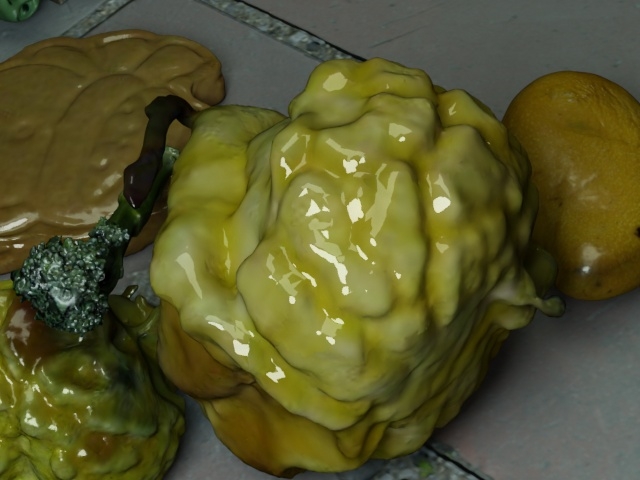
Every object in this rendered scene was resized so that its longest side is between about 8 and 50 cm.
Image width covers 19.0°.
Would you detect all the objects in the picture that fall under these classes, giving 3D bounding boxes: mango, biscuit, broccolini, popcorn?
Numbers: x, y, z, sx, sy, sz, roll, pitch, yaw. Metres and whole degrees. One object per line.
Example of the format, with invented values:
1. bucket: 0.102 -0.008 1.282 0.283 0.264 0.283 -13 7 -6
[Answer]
1. mango: 0.232 -0.042 1.657 0.157 0.109 0.262 -1 49 -2
2. biscuit: -0.234 -0.096 1.855 0.351 0.057 0.312 -5 46 9
3. broccolini: -0.164 -0.024 1.571 0.074 0.079 0.392 -28 16 17
4. popcorn: -0.210 0.125 1.552 0.169 0.218 0.189 -42 9 35
5. popcorn: 0.000 0.000 1.492 0.381 0.349 0.349 38 62 21

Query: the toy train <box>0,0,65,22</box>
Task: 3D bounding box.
1. toy train: -0.385 -0.332 2.078 0.304 0.150 0.221 24 65 30
